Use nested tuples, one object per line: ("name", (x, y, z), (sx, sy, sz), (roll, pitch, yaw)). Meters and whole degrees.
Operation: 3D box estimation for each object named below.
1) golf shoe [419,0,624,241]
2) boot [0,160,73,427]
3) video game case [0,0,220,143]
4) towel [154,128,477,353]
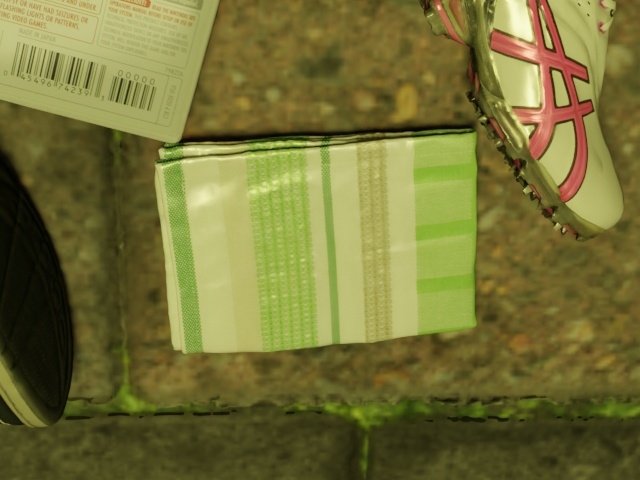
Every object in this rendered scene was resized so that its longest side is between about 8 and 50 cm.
("golf shoe", (0.099, -0.083, 0.559), (0.086, 0.067, 0.186), (-27, 115, 8))
("boot", (-0.230, 0.004, 0.577), (0.178, 0.085, 0.236), (-14, 127, 15))
("video game case", (-0.136, -0.154, 0.532), (0.212, 0.023, 0.193), (14, 115, -10))
("towel", (0.000, 0.000, 0.622), (0.152, 0.023, 0.113), (-4, 119, -4))
